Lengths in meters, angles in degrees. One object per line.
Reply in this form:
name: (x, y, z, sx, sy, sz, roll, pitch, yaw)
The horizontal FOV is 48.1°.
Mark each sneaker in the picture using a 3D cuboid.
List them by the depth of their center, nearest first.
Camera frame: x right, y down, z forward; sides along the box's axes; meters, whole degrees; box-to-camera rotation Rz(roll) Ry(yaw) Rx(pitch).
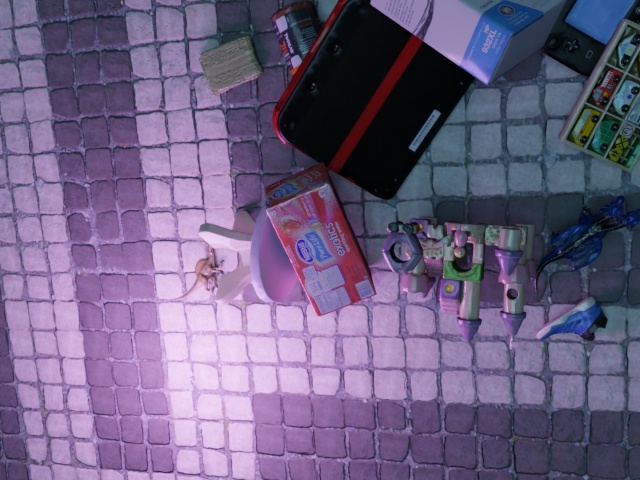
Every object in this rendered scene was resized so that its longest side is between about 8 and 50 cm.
sneaker: (0.564, 0.199, 1.596, 0.152, 0.058, 0.085, -36, 80, 13)

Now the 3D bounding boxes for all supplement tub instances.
supplement tub: (-0.032, -0.433, 1.629, 0.106, 0.106, 0.198, -20, 94, 19)

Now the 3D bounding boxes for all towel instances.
towel: (-0.218, -0.423, 1.729, 0.148, 0.027, 0.110, -18, 94, 20)

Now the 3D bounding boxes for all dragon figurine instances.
dragon figurine: (0.545, 0.005, 1.519, 0.289, 0.144, 0.085, -42, 86, 20)

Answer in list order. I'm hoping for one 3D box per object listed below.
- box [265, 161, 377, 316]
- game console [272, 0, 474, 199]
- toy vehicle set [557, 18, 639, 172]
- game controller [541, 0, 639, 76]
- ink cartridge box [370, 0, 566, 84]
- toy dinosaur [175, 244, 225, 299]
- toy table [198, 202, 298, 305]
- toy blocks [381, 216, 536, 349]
box: (0.000, 0.000, 1.620, 0.154, 0.142, 0.300, -23, 115, 6)
game console: (0.114, -0.319, 1.588, 0.342, 0.060, 0.387, 28, 110, -16)
toy vehicle set: (0.627, -0.293, 1.471, 0.166, 0.035, 0.267, 23, 108, -3)
game controller: (0.584, -0.499, 1.451, 0.166, 0.067, 0.319, 33, 109, 9)
ink cartridge box: (0.290, -0.477, 1.418, 0.307, 0.223, 0.129, 40, 145, 18)
toy dinosaur: (-0.296, 0.095, 1.850, 0.092, 0.053, 0.183, 35, 101, 24)
toy table: (-0.153, 0.027, 1.700, 0.160, 0.274, 0.252, -9, 131, 28)
toy blocks: (0.298, 0.091, 1.515, 0.288, 0.309, 0.260, 5, 96, 20)
